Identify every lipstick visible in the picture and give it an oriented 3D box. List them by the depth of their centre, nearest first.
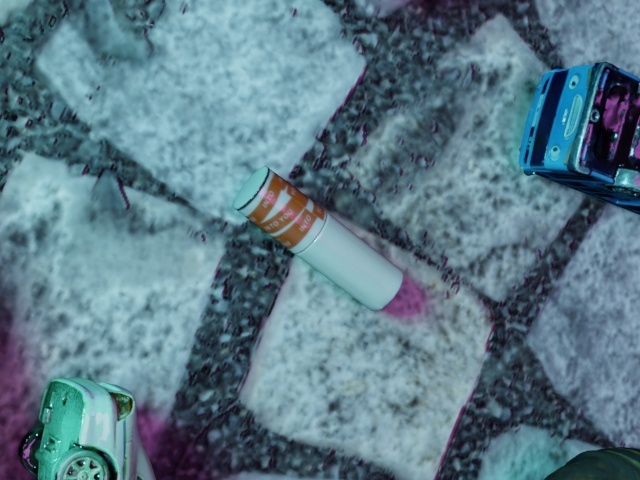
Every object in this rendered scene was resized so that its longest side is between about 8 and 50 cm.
[{"bbox_3d":[0.000,0.000,0.812,0.131,0.038,0.038,38,77,-21],"label":"lipstick"}]

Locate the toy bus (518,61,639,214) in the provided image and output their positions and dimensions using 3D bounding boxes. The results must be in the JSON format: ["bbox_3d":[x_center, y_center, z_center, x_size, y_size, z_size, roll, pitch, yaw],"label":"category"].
[{"bbox_3d":[0.246,-0.069,0.884,0.185,0.106,0.090,18,88,-29],"label":"toy bus"}]

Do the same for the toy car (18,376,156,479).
[{"bbox_3d":[-0.148,0.201,0.724,0.076,0.090,0.224,3,91,-30],"label":"toy car"}]

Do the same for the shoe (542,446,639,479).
[{"bbox_3d":[0.134,0.332,0.811,0.237,0.171,0.384,8,96,-28],"label":"shoe"}]
